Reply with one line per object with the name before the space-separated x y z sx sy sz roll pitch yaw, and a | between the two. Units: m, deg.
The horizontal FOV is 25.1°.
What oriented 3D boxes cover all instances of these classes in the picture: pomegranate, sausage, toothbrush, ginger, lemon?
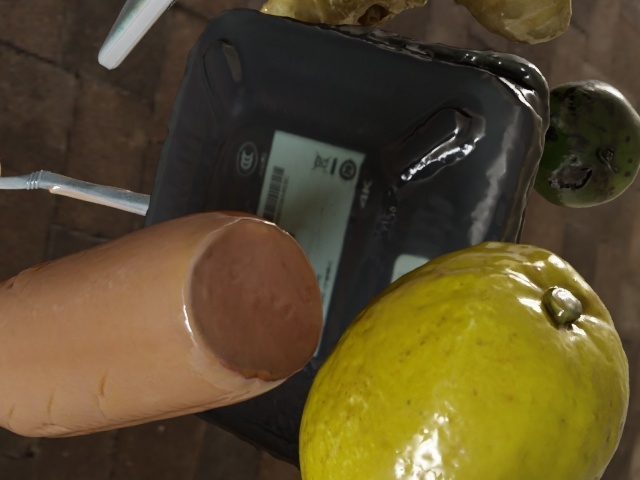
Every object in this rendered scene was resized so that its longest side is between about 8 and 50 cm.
pomegranate | 0.235 -0.089 1.344 0.122 0.161 0.122 0 90 -14
sausage | -0.132 0.061 0.928 0.121 0.304 0.121 13 70 -40
toothbrush | -0.240 -0.049 1.464 0.028 0.375 0.037 119 -17 -68
ginger | 0.035 -0.297 1.381 0.122 0.363 0.348 13 57 -63
lemon | 0.076 0.099 0.802 0.207 0.170 0.170 -49 152 20

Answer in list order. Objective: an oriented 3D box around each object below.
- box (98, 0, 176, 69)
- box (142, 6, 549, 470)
box | -0.190 -0.326 1.785 0.044 0.285 0.142 33 52 -15
box | 0.000 0.000 1.160 0.091 0.350 0.359 7 100 -50
